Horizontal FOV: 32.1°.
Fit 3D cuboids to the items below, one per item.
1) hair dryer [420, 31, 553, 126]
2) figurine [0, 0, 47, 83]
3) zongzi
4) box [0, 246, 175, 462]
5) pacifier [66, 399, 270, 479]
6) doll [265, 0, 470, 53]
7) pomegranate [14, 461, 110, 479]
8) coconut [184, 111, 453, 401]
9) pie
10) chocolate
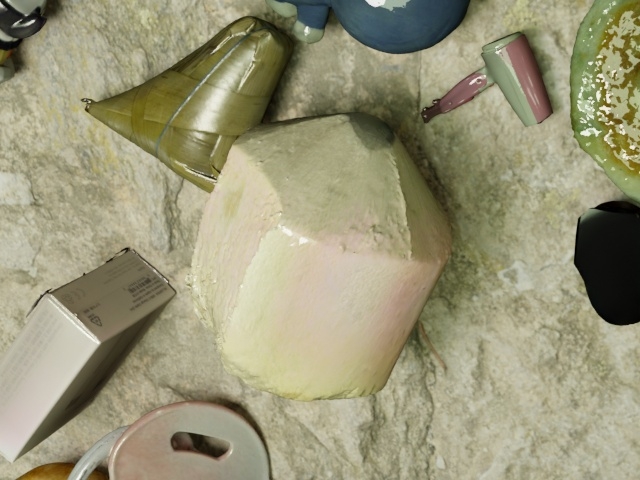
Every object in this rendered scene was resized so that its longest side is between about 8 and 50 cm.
[{"bbox_3d":[0.186,-0.171,1.303,0.154,0.054,0.106,-16,103,34],"label":"hair dryer"},{"bbox_3d":[-0.437,-0.309,1.451,0.236,0.133,0.176,-42,79,23],"label":"figurine"},{"bbox_3d":[-0.171,-0.204,1.400,0.256,0.115,0.228,31,110,22],"label":"zongzi"},{"bbox_3d":[-0.337,0.150,1.502,0.106,0.203,0.252,42,115,4],"label":"box"},{"bbox_3d":[-0.190,0.381,1.494,0.273,0.220,0.332,22,94,27],"label":"pacifier"},{"bbox_3d":[0.051,-0.320,1.261,0.258,0.154,0.228,19,107,8],"label":"doll"},{"bbox_3d":[-0.375,0.422,1.601,0.207,0.207,0.207,6,107,19],"label":"pomegranate"},{"bbox_3d":[0.000,0.000,1.282,0.297,0.297,0.310,25,112,13],"label":"coconut"},{"bbox_3d":[0.410,-0.172,1.198,0.302,0.067,0.303,6,107,19],"label":"pie"},{"bbox_3d":[0.353,0.008,1.262,0.125,0.080,0.149,-21,105,20],"label":"chocolate"}]
